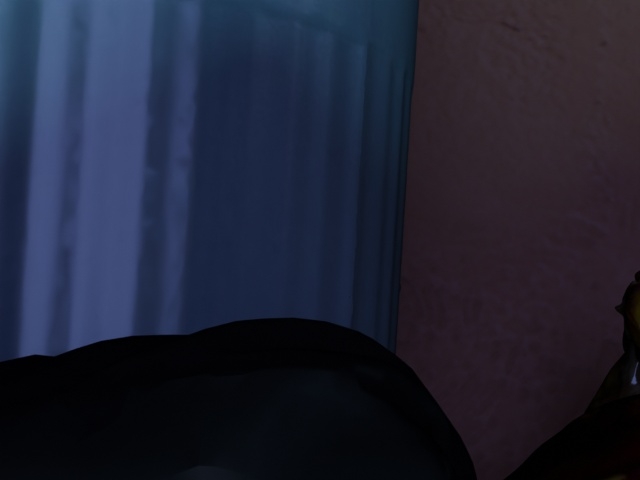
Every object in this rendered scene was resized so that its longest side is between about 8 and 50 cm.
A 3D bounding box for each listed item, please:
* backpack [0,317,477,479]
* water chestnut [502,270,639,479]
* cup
[{"bbox_3d":[-0.048,0.237,0.450,0.363,0.445,0.255,-15,50,14],"label":"backpack"},{"bbox_3d":[0.168,0.130,0.598,0.224,0.223,0.238,-19,66,-8],"label":"water chestnut"},{"bbox_3d":[-0.120,-0.050,0.593,0.331,0.257,0.311,1,81,6],"label":"cup"}]
